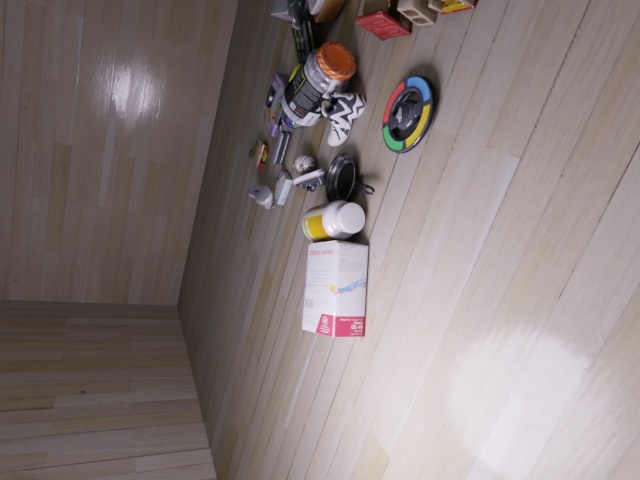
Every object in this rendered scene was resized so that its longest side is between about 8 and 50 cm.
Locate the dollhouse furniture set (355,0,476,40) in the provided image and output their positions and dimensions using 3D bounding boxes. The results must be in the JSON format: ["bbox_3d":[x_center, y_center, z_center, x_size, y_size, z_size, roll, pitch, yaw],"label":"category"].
[{"bbox_3d":[0.293,-0.727,1.258,0.374,0.152,0.202,15,97,44],"label":"dollhouse furniture set"}]

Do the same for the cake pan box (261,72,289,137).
[{"bbox_3d":[-0.213,-0.693,2.230,0.246,0.070,0.267,-60,35,32],"label":"cake pan box"}]

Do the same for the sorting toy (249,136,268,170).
[{"bbox_3d":[-0.328,-0.482,2.415,0.274,0.046,0.132,54,130,53],"label":"sorting toy"}]

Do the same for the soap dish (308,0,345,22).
[{"bbox_3d":[0.056,-1.061,1.756,0.291,0.118,0.229,-42,48,51],"label":"soap dish"}]

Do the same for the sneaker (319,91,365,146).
[{"bbox_3d":[0.045,-0.451,1.603,0.235,0.152,0.094,-45,45,49],"label":"sneaker"}]

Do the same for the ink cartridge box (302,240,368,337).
[{"bbox_3d":[0.048,0.164,1.486,0.226,0.131,0.307,-5,78,62],"label":"ink cartridge box"}]

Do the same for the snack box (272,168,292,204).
[{"bbox_3d":[-0.184,-0.257,2.107,0.141,0.037,0.100,-66,34,30],"label":"snack box"}]

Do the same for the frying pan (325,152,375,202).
[{"bbox_3d":[0.111,-0.227,1.541,0.326,0.053,0.198,-10,75,59],"label":"frying pan"}]

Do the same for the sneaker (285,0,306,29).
[{"bbox_3d":[-0.093,-1.011,1.786,0.101,0.106,0.268,-79,-17,-74],"label":"sneaker"}]

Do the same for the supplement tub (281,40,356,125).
[{"bbox_3d":[-0.009,-0.603,1.695,0.316,0.193,0.194,-33,56,56],"label":"supplement tub"}]

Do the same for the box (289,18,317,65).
[{"bbox_3d":[-0.070,-0.877,1.946,0.184,0.045,0.191,-134,28,-58],"label":"box"}]

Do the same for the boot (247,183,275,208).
[{"bbox_3d":[-0.266,-0.207,2.176,0.095,0.123,0.258,-52,31,-2],"label":"boot"}]

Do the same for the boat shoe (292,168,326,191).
[{"bbox_3d":[-0.042,-0.239,1.814,0.228,0.080,0.076,-9,101,57],"label":"boat shoe"}]

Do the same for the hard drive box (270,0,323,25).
[{"bbox_3d":[-0.101,-1.046,1.980,0.232,0.181,0.089,46,125,56],"label":"hard drive box"}]

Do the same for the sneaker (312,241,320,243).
[{"bbox_3d":[0.000,0.000,1.673,0.066,0.071,0.188,-59,37,37],"label":"sneaker"}]

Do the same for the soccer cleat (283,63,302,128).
[{"bbox_3d":[-0.089,-0.653,1.989,0.121,0.093,0.289,14,96,31],"label":"soccer cleat"}]

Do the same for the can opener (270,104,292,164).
[{"bbox_3d":[-0.191,-0.514,2.126,0.095,0.076,0.284,37,118,36],"label":"can opener"}]

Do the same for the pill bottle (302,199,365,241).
[{"bbox_3d":[0.047,-0.067,1.531,0.245,0.136,0.137,-7,78,61],"label":"pill bottle"}]

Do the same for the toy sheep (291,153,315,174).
[{"bbox_3d":[-0.066,-0.323,1.854,0.132,0.091,0.091,28,109,46],"label":"toy sheep"}]

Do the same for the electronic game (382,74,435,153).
[{"bbox_3d":[0.258,-0.374,1.303,0.229,0.048,0.230,-20,67,59],"label":"electronic game"}]
